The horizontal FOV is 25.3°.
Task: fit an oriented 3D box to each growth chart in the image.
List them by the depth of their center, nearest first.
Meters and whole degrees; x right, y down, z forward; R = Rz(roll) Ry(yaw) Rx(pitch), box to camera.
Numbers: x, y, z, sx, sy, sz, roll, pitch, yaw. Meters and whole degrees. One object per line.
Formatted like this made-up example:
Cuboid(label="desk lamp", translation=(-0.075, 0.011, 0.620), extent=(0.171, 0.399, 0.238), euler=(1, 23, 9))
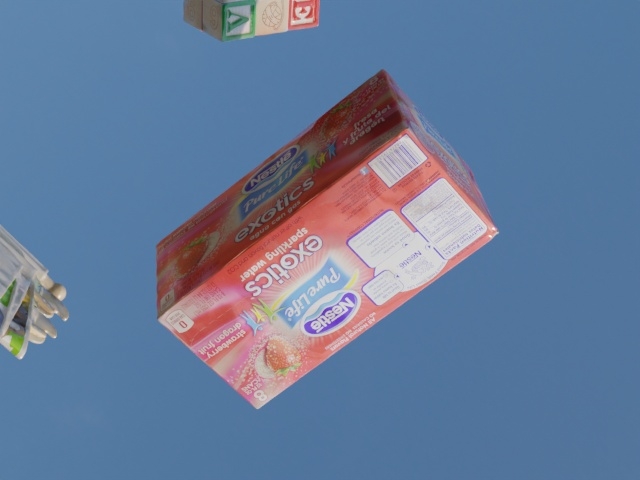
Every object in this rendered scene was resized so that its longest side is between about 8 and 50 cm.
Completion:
Cuboid(label="growth chart", translation=(-0.267, 0.019, 1.078), extent=(0.021, 0.172, 0.237), euler=(-40, -173, 10))

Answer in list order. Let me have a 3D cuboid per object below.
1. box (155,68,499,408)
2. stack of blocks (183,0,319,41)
Cuboid(label="box", translation=(0.000, 0.000, 1.373), extent=(0.300, 0.154, 0.142), euler=(-38, -153, 14))
Cuboid(label="stack of blocks", translation=(-0.087, -0.367, 1.503), extent=(0.171, 0.297, 0.087), euler=(-14, -149, -31))
